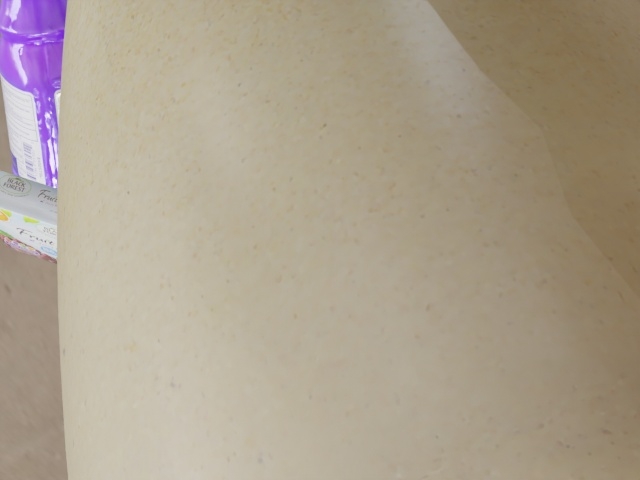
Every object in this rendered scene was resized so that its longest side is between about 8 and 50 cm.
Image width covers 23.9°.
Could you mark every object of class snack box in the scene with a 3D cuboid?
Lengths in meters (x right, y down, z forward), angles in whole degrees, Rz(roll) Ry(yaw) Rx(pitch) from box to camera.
[{"bbox_3d":[-0.213,-0.007,1.301,0.141,0.100,0.037,17,67,11],"label":"snack box"}]

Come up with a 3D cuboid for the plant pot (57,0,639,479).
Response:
[{"bbox_3d":[0.023,-0.002,0.468,0.256,0.256,0.274,-16,66,-10],"label":"plant pot"}]

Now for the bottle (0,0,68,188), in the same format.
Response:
[{"bbox_3d":[-0.300,-0.178,1.652,0.092,0.118,0.283,-17,122,-25],"label":"bottle"}]
